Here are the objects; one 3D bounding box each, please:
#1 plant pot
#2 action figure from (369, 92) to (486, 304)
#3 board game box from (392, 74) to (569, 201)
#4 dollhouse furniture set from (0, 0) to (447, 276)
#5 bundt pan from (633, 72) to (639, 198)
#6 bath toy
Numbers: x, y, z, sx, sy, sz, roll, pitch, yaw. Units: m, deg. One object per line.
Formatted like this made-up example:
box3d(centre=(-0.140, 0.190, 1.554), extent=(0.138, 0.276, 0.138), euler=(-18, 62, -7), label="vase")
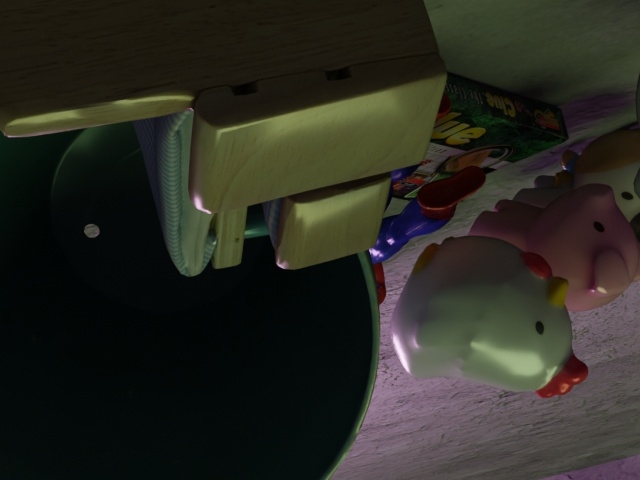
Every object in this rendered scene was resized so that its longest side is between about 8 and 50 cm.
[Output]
box3d(centre=(-0.107, 0.014, 1.076), extent=(0.290, 0.290, 0.195), euler=(-16, -161, 10), label="plant pot")
box3d(centre=(0.000, 0.000, 1.265), extent=(0.139, 0.091, 0.280), euler=(-17, 165, -18), label="action figure")
box3d(centre=(0.048, -0.073, 1.270), extent=(0.136, 0.030, 0.260), euler=(-26, 160, 32), label="board game box")
box3d(centre=(-0.109, -0.073, 0.670), extent=(0.198, 0.286, 0.303), euler=(-10, 152, -12), label="dollhouse furniture set")
box3d(centre=(0.355, -0.063, 1.084), extent=(0.331, 0.330, 0.124), euler=(-22, -177, 27), label="bundt pan")
box3d(centre=(0.172, 0.013, 1.299), extent=(0.348, 0.129, 0.151), euler=(-32, 149, -59), label="bath toy")
